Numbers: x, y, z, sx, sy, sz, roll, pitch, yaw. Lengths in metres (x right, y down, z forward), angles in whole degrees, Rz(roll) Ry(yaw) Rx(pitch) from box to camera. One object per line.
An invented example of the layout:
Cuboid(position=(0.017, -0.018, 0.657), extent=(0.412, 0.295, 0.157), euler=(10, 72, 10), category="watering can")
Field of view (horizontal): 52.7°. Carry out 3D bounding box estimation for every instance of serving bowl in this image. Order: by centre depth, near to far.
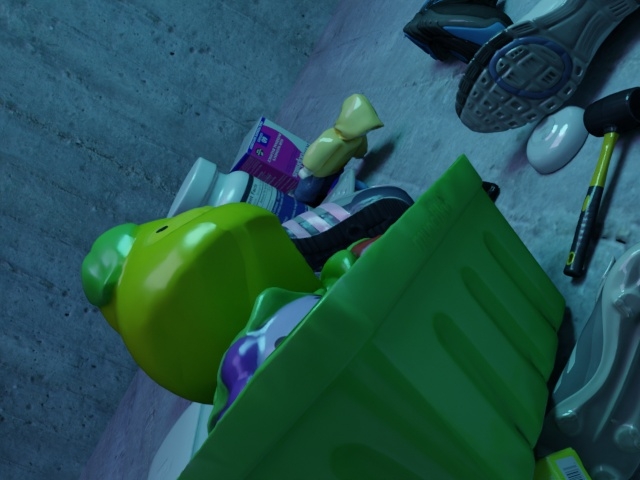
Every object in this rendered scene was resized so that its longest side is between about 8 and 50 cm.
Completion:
Cuboid(position=(0.259, -0.117, 0.721), extent=(0.083, 0.027, 0.083), euler=(-54, 19, 28), category="serving bowl")

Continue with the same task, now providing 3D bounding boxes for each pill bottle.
Cuboid(position=(-0.118, -0.027, 1.113), extent=(0.153, 0.265, 0.153), euler=(-54, 18, 26), category="pill bottle")

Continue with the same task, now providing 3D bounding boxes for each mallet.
Cuboid(position=(0.259, -0.056, 0.617), extent=(0.189, 0.039, 0.062), euler=(-67, 16, -4), category="mallet")

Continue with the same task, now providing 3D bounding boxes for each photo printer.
Cuboid(position=(-0.247, 0.447, 1.197), extent=(0.256, 0.107, 0.307), euler=(-54, 18, 25), category="photo printer")

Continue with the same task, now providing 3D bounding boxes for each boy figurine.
Cuboid(position=(0.039, -0.171, 1.291), extent=(0.177, 0.092, 0.285), euler=(-19, -25, -44), category="boy figurine")

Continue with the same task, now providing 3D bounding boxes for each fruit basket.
Cuboid(position=(-0.018, 0.055, 0.537), extent=(0.283, 0.392, 0.392), euler=(-53, 18, 31), category="fruit basket")

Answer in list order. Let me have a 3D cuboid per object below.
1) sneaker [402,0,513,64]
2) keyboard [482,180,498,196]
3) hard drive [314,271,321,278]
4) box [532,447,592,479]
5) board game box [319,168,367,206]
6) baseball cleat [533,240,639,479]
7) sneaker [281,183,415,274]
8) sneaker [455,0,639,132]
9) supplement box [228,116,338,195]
Cuboid(position=(0.232, -0.371, 1.048), extent=(0.139, 0.125, 0.341), euler=(-53, 20, 11), category="sneaker")
Cuboid(position=(0.142, -0.006, 0.830), extent=(0.192, 0.038, 0.100), euler=(-39, 21, -6), category="keyboard")
Cuboid(position=(0.043, 0.129, 0.846), extent=(0.255, 0.054, 0.171), euler=(4, 66, 57), category="hard drive")
Cuboid(position=(0.130, 0.234, 0.442), extent=(0.178, 0.042, 0.109), euler=(-51, 51, 32), category="box")
Cuboid(position=(-0.036, 0.110, 1.205), extent=(0.390, 0.050, 0.389), euler=(-51, 20, 33), category="board game box")
Cuboid(position=(0.215, 0.094, 0.469), extent=(0.109, 0.072, 0.205), euler=(-18, -49, -65), category="baseball cleat")
Cuboid(position=(0.000, 0.000, 1.015), extent=(0.319, 0.112, 0.131), euler=(-17, 20, 13), category="sneaker")
Cuboid(position=(0.280, -0.237, 0.742), extent=(0.297, 0.111, 0.129), euler=(-44, -1, 21), category="sneaker")
Cuboid(position=(-0.076, -0.163, 1.469), extent=(0.114, 0.220, 0.111), euler=(-37, 30, 53), category="supplement box")
